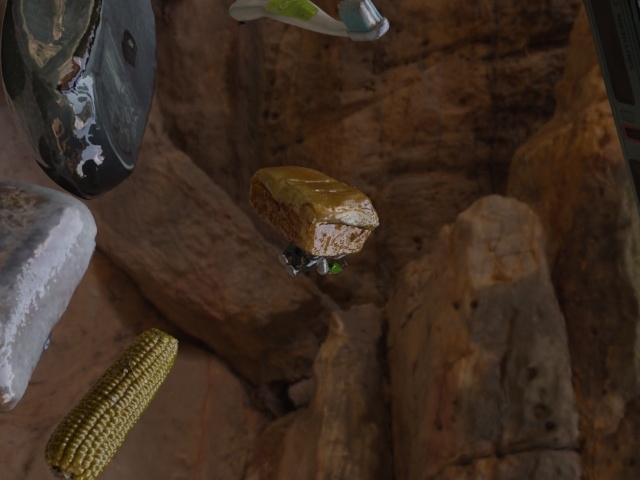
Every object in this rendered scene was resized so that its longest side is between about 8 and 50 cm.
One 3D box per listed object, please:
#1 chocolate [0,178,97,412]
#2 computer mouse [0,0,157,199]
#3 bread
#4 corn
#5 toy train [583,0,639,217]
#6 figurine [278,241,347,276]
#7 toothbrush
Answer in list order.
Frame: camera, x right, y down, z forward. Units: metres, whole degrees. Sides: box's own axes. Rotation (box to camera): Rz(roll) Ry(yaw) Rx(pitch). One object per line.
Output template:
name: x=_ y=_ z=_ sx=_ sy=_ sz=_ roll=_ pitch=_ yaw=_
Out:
chocolate: x=-0.397 y=0.042 z=0.797 sx=0.100 sy=0.185 sz=0.303 roll=97 pitch=4 yaw=-52
computer mouse: x=-0.253 y=-0.197 z=0.698 sx=0.374 sy=0.114 sz=0.203 roll=-95 pitch=177 yaw=-45
bread: x=-0.010 y=-0.031 z=0.580 sx=0.132 sy=0.074 sz=0.053 roll=40 pitch=-54 yaw=55
corn: x=-0.268 y=0.208 z=0.870 sx=0.231 sy=0.080 sz=0.080 roll=-59 pitch=149 yaw=-37
toy train: x=0.320 y=-0.110 z=0.604 sx=0.409 sy=0.086 sz=0.089 roll=64 pitch=-7 yaw=-23
figurine: x=0.000 y=0.000 z=1.417 sx=0.147 sy=0.192 sz=0.126 roll=50 pitch=-17 yaw=8
toothbrush: x=-0.020 y=-0.159 z=0.472 sx=0.026 sy=0.022 sz=0.263 roll=49 pitch=-6 yaw=-29
